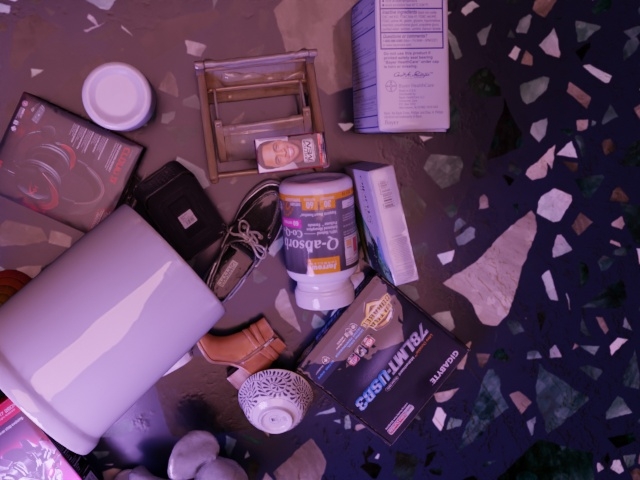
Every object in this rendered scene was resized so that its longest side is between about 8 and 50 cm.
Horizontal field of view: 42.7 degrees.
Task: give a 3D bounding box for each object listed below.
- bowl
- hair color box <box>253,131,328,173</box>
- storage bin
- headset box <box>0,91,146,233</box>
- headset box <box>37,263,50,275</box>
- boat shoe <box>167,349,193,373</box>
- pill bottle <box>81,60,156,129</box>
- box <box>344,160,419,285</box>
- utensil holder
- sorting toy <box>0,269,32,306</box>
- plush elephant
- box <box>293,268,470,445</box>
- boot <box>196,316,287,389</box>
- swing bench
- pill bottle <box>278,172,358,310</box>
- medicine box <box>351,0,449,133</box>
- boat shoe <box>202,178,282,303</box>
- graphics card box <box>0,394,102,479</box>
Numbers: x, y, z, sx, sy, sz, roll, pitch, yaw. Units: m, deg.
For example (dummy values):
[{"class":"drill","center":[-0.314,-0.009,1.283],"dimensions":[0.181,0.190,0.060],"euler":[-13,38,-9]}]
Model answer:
[{"class":"bowl","center":[-0.100,0.375,1.817],"dimensions":[0.170,0.080,0.170],"euler":[-1,124,-2]},{"class":"hair color box","center":[-0.060,-0.176,1.644],"dimensions":[0.141,0.043,0.072],"euler":[-8,94,-7]},{"class":"storage bin","center":[-0.296,-0.062,1.731],"dimensions":[0.122,0.084,0.180],"euler":[-38,124,-12]},{"class":"headset box","center":[-0.518,-0.149,1.716],"dimensions":[0.293,0.110,0.218],"euler":[26,92,-10]},{"class":"headset box","center":[-0.572,0.090,1.776],"dimensions":[0.062,0.032,0.083],"euler":[-32,101,-3]},{"class":"boat shoe","center":[-0.430,0.283,1.781],"dimensions":[0.301,0.108,0.102],"euler":[-29,100,-7]},{"class":"pill bottle","center":[-0.401,-0.287,1.657],"dimensions":[0.131,0.229,0.131],"euler":[-1,97,-8]},{"class":"box","center":[0.121,-0.046,1.713],"dimensions":[0.058,0.322,0.232],"euler":[-14,98,-4]},{"class":"utensil holder","center":[-0.426,0.163,1.606],"dimensions":[0.385,0.327,0.327],"euler":[-44,100,-12]},{"class":"sorting toy","center":[-0.759,0.053,1.699],"dimensions":[0.365,0.126,0.127],"euler":[40,90,-11]},{"class":"plush elephant","center":[-0.265,0.559,1.769],"dimensions":[0.255,0.330,0.272],"euler":[-36,93,-21]},{"class":"box","center":[0.140,0.268,1.879],"dimensions":[0.293,0.073,0.295],"euler":[41,90,-9]},{"class":"boot","center":[-0.183,0.222,1.828],"dimensions":[0.152,0.073,0.197],"euler":[-42,112,-1]},{"class":"swing bench","center":[-0.125,-0.263,1.737],"dimensions":[0.253,0.165,0.255],"euler":[-7,92,-7]},{"class":"pill bottle","center":[0.000,0.000,1.776],"dimensions":[0.162,0.162,0.278],"euler":[-7,104,-7]},{"class":"medicine box","center":[0.161,-0.369,1.710],"dimensions":[0.149,0.263,0.289],"euler":[-2,97,-8]},{"class":"boat shoe","center":[-0.164,0.005,1.786],"dimensions":[0.113,0.105,0.306],"euler":[36,90,-10]},{"class":"graphics card box","center":[-0.609,0.517,1.715],"dimensions":[0.233,0.094,0.371],"euler":[-36,97,-1]}]
